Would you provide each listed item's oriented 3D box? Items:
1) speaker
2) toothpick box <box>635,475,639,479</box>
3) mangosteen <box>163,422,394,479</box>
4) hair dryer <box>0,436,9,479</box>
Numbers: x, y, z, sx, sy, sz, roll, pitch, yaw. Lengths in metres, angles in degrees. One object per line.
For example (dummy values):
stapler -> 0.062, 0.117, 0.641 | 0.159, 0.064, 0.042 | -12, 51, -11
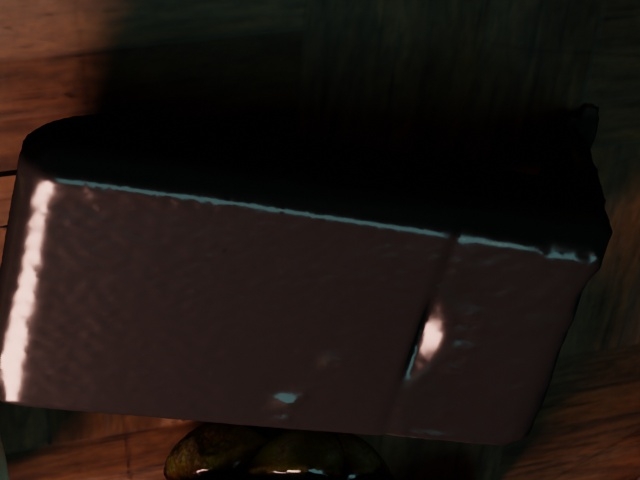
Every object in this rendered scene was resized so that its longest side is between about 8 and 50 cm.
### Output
speaker -> 0.000, 0.000, 0.968 | 0.388, 0.184, 0.180 | 7, 125, -15
toothpick box -> 0.309, 0.212, 1.296 | 0.098, 0.098, 0.149 | 14, 123, -32
mangosteen -> -0.037, 0.240, 1.078 | 0.243, 0.243, 0.243 | -12, 132, -14
hair dryer -> -0.322, 0.263, 1.068 | 0.203, 0.128, 0.362 | -6, 138, -21
